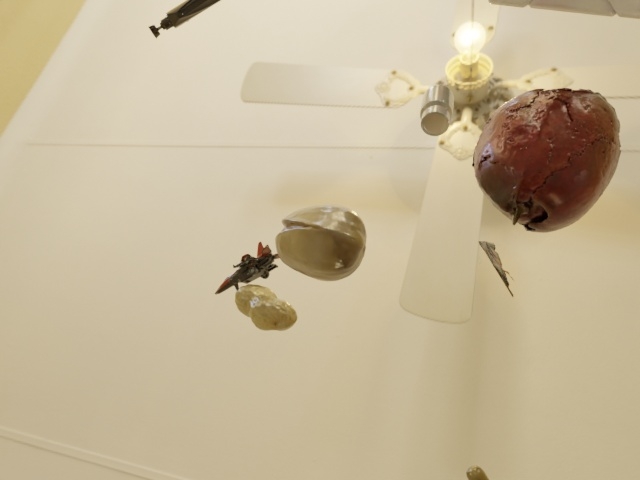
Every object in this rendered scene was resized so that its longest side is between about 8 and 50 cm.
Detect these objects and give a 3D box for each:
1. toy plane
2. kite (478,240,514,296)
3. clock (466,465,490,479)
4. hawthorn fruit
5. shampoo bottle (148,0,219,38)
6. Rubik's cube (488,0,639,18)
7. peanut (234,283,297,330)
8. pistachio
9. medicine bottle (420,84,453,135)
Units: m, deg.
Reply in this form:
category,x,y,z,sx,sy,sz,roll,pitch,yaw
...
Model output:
category,x,y,z,sx,sy,sz,roll,pitch,yaw
toy plane,-0.172,0.079,1.074,0.189,0.130,0.061,-43,-117,11
kite,0.405,0.051,1.059,0.010,0.159,0.190,-36,-154,29
clock,0.172,0.318,0.297,0.096,0.235,0.308,-32,-142,15
hawthorn fruit,0.231,-0.074,0.488,0.148,0.148,0.172,14,-123,23
shampoo bottle,-0.213,-0.371,0.744,0.137,0.027,0.048,-33,-153,-2
Rubik's cube,0.538,-0.603,0.837,0.319,0.321,0.316,24,-137,30
peanut,-0.118,0.145,0.985,0.082,0.082,0.187,-50,-144,-13
pistachio,0.000,0.000,0.719,0.185,0.124,0.124,4,-118,42
medicine bottle,0.190,-0.212,0.755,0.052,0.052,0.089,1,-136,17
